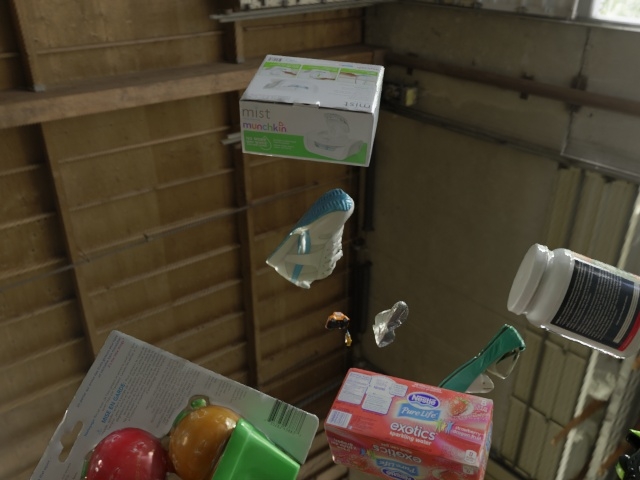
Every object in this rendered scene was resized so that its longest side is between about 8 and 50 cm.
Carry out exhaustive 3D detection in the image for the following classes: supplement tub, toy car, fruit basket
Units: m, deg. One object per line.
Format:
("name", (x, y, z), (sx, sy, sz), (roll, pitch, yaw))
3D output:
("supplement tub", (0.586, 0.132, 1.314), (0.191, 0.272, 0.191), (22, -90, -81))
("toy car", (0.044, 0.223, 1.476), (0.060, 0.041, 0.122), (-12, -44, -4))
("fruit basket", (-0.221, 0.345, 0.840), (0.165, 0.352, 0.327), (88, -157, -67))

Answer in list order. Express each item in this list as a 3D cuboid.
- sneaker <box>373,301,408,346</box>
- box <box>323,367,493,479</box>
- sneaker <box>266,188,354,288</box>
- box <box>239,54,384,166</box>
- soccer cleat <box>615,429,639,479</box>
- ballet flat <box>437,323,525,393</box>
("sneaker", (0.157, 0.187, 1.368), (0.053, 0.061, 0.152), (-6, -40, -28))
("box", (0.177, 0.380, 1.153), (0.154, 0.299, 0.142), (-59, -33, -43))
("sneaker", (0.000, 0.000, 0.921), (0.087, 0.092, 0.228), (-53, 5, -36))
("box", (-0.011, -0.276, 1.203), (0.231, 0.261, 0.127), (-77, -8, -49))
("soccer cleat", (0.425, 0.327, 0.764), (0.179, 0.072, 0.060), (-48, -35, -46))
("ballet flat", (0.380, 0.293, 1.332), (0.247, 0.087, 0.083), (-36, -27, -17))
